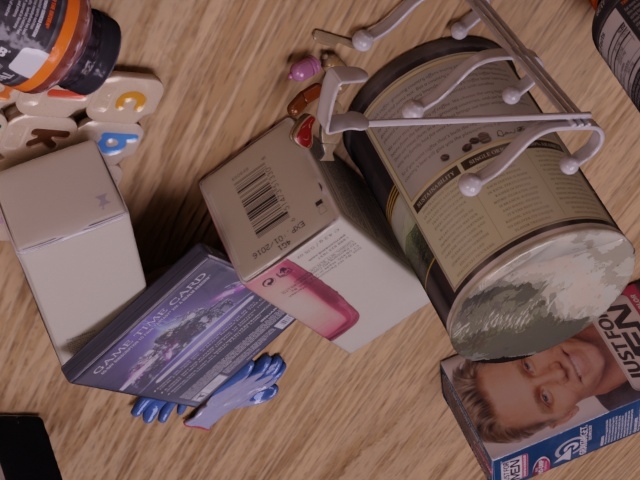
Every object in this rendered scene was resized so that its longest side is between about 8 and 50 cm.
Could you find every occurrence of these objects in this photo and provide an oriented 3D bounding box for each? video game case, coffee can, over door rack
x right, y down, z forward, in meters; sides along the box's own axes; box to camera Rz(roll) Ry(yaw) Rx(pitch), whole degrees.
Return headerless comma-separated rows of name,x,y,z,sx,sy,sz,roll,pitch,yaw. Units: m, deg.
video game case,-0.132,0.098,1.524,0.196,0.026,0.274,-42,155,10
coffee can,0.166,-0.043,1.453,0.201,0.275,0.201,-17,144,-13
over door rack,0.071,-0.156,1.278,0.324,0.239,0.108,5,129,-38

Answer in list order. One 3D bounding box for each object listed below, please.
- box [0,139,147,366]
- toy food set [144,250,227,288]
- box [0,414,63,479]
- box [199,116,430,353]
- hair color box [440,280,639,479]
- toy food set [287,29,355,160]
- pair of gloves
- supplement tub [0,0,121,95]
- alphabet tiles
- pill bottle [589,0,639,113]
box,-0.238,0.023,1.404,0.113,0.094,0.275,-20,153,-12
toy food set,-0.160,0.065,1.601,0.192,0.038,0.132,-24,139,6
box,-0.507,0.392,1.641,0.293,0.212,0.395,10,131,-42
box,0.000,0.000,1.514,0.127,0.149,0.232,-35,144,13
hair color box,0.360,0.195,1.985,0.347,0.174,0.105,-22,145,-7
toy food set,-0.005,-0.143,1.401,0.078,0.019,0.122,11,97,-40
pair of gloves,-0.135,0.185,1.781,0.159,0.023,0.198,-41,142,21
supplement tub,-0.256,-0.181,1.126,0.198,0.106,0.106,22,123,-38
alphabet tiles,-0.293,-0.102,1.300,0.278,0.021,0.284,1,137,-34
pill bottle,0.354,-0.189,1.411,0.130,0.246,0.130,-16,145,-12
